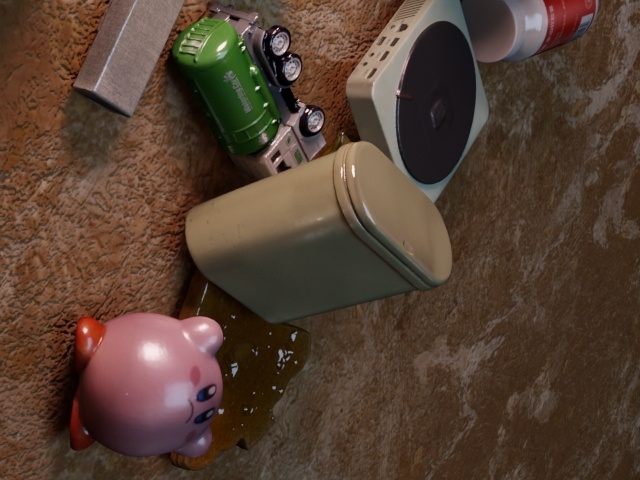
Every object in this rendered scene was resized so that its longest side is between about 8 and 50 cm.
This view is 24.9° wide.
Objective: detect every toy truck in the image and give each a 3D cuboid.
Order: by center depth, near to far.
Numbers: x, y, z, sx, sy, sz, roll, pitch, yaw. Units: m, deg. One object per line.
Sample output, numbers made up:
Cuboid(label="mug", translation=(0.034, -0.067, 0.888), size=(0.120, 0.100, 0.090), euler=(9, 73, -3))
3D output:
Cuboid(label="toy truck", translation=(-0.086, -0.170, 1.714), size=(0.125, 0.101, 0.242), euler=(-51, 140, -21))

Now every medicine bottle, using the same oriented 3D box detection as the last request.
Cuboid(label="medicine bottle", translation=(0.312, -0.344, 2.184), size=(0.250, 0.131, 0.131), euler=(-24, 125, -49))

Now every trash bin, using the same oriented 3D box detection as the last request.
Cuboid(label="trash bin", translation=(0.000, 0.000, 1.749), size=(0.243, 0.247, 0.121), euler=(39, 43, -45))

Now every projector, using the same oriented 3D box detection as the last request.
Cuboid(label="projector", translation=(0.135, -0.196, 2.034), size=(0.257, 0.079, 0.259), euler=(-56, 141, -34))

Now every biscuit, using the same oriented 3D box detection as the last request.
Cuboid(label="biscuit", translation=(-0.115, 0.139, 1.872), size=(0.278, 0.043, 0.301), euler=(-39, 133, -39))

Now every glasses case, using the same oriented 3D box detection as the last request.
Cuboid(label="glasses case", translation=(-0.196, -0.240, 1.560), size=(0.071, 0.047, 0.205), euler=(33, 78, -52))

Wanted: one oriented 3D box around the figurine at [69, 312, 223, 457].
Cuboid(label="figurine", translation=(-0.195, 0.166, 1.650), size=(0.173, 0.173, 0.173), euler=(-31, 129, -46))

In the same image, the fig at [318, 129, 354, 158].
Cuboid(label="fig", translation=(0.032, -0.082, 1.927), size=(0.154, 0.103, 0.109), euler=(79, 19, -50))
